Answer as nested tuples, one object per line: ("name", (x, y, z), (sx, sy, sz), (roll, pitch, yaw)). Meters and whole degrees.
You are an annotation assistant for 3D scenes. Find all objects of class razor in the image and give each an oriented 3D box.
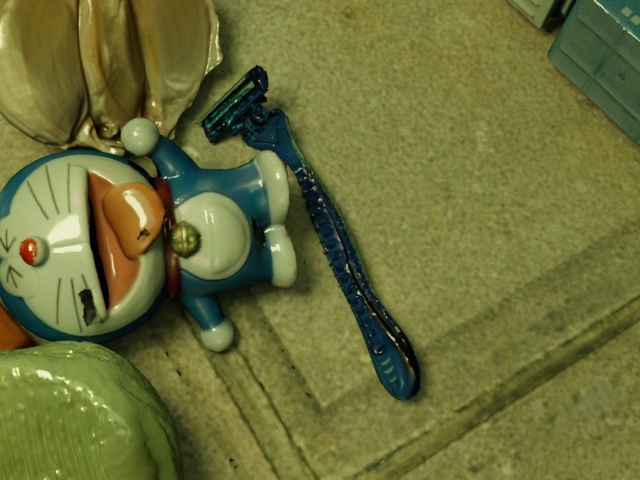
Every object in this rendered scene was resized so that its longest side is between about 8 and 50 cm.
("razor", (0.007, -0.004, 0.982), (0.056, 0.093, 0.324), (-23, 78, -49))

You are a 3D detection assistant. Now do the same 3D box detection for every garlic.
("garlic", (-0.211, -0.171, 0.964), (0.229, 0.142, 0.178), (-23, 117, -45))

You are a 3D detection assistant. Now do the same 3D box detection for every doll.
("doll", (-0.144, 0.005, 0.908), (0.256, 0.161, 0.215), (-11, 102, -13))

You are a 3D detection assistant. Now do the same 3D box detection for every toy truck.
("toy truck", (0.323, -0.212, 1.020), (0.175, 0.146, 0.367), (-38, 75, -20))

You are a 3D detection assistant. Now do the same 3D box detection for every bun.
("bun", (-0.206, 0.180, 0.855), (0.221, 0.108, 0.221), (1, 96, 5))

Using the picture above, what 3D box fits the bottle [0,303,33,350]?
("bottle", (-0.328, 0.043, 0.920), (0.069, 0.069, 0.187), (-42, 80, -16))
